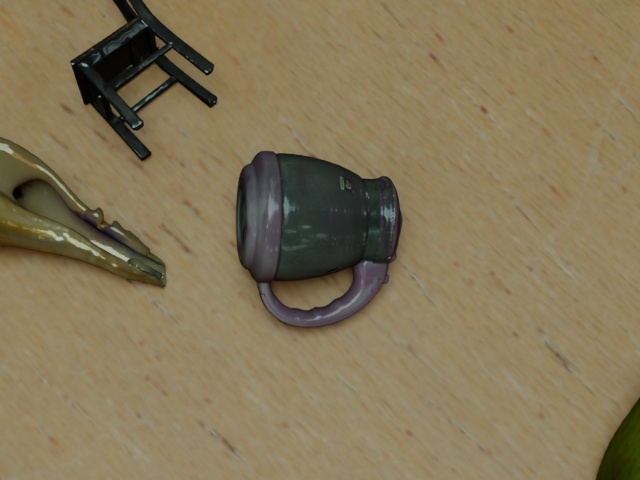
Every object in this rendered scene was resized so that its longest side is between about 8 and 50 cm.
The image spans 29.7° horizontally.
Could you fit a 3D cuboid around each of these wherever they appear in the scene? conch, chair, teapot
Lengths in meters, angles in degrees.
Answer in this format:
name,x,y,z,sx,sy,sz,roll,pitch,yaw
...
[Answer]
name,x,y,z,sx,sy,sz,roll,pitch,yaw
conch,-0.294,-0.028,1.094,0.330,0.093,0.109,25,55,-13
chair,-0.203,-0.190,1.141,0.101,0.084,0.212,-41,77,-16
teapot,0.002,-0.005,1.070,0.146,0.116,0.148,1,68,-11

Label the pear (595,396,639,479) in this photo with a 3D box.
name,x,y,z,sx,sy,sz,roll,pitch,yaw
pear,0.344,0.218,0.970,0.282,0.176,0.286,-31,74,-7
